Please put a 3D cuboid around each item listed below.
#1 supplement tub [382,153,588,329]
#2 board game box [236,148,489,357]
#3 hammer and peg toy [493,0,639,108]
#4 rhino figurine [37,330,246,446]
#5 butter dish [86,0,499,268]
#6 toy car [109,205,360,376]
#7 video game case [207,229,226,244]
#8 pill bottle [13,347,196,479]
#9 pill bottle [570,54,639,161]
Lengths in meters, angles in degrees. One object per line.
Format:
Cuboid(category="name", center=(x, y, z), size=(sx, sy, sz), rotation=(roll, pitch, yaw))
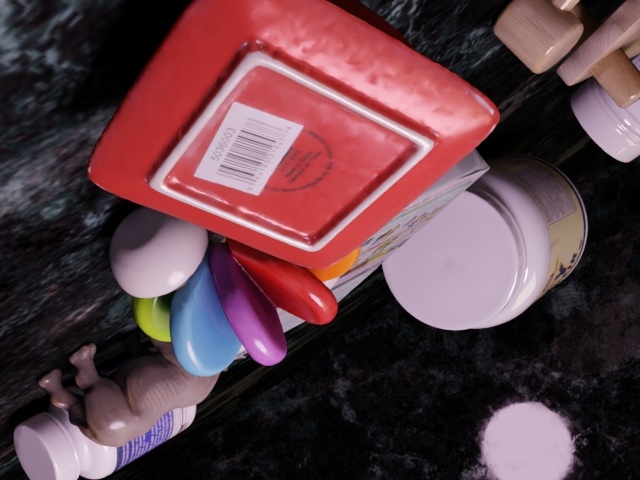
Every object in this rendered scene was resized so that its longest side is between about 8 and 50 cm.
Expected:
Cuboid(category="supplement tub", center=(0.251, -0.002, 1.245), size=(0.235, 0.235, 0.325), rotation=(-42, 168, 31))
Cuboid(category="board game box", center=(0.000, 0.000, 0.864), size=(0.224, 0.097, 0.303), rotation=(-25, 167, -47))
Cuboid(category="hammer and peg toy", center=(0.345, -0.246, 0.768), size=(0.361, 0.127, 0.266), rotation=(-27, 166, -39))
Cuboid(category="rhino figurine", center=(-0.172, 0.139, 0.901), size=(0.243, 0.106, 0.073), rotation=(-25, 166, -42))
Cuboid(category="butter dish", center=(-0.018, -0.080, 0.435), size=(0.160, 0.118, 0.160), rotation=(22, 136, -28))
Cuboid(category="toy car", center=(-0.052, 0.029, 0.616), size=(0.182, 0.136, 0.159), rotation=(-35, 141, 0))
Cuboid(category="video game case", center=(-0.061, 0.000, 0.699), size=(0.087, 0.011, 0.122), rotation=(-8, 131, -26))
Cuboid(category="pill bottle", center=(-0.248, 0.208, 0.955), size=(0.187, 0.112, 0.112), rotation=(-25, 165, -45))
Cuboid(category="pill bottle", center=(0.511, -0.249, 1.175), size=(0.283, 0.161, 0.161), rotation=(-43, 167, 36))
